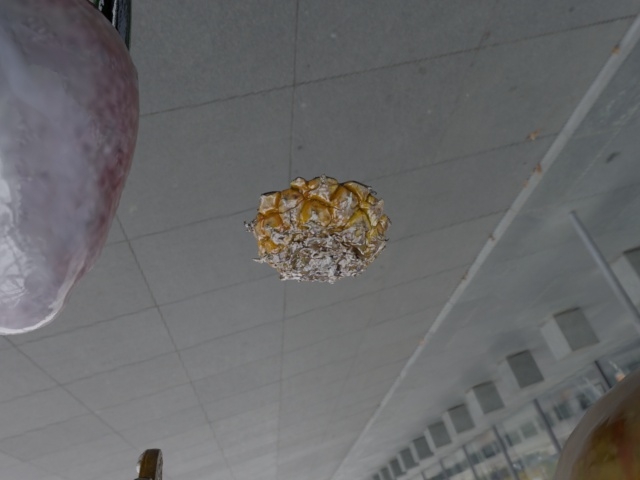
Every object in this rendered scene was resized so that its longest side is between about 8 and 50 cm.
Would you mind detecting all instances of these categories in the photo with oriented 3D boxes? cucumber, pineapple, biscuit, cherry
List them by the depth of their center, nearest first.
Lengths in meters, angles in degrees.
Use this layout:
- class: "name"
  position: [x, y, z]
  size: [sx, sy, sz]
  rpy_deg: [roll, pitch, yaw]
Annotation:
- class: "cherry"
  position: [-0.330, -0.096, 0.509]
  size: [0.291, 0.335, 0.326]
  rpy_deg: [11, 174, 39]
- class: "biscuit"
  position: [-0.173, 0.323, 0.566]
  size: [0.031, 0.205, 0.138]
  rpy_deg: [-4, -175, -7]
- class: "cucumber"
  position: [-0.281, -0.235, 0.754]
  size: [0.056, 0.056, 0.284]
  rpy_deg: [-2, 136, -33]
- class: "pineapple"
  position: [0.000, 0.000, 0.797]
  size: [0.224, 0.076, 0.225]
  rpy_deg: [-2, 142, -1]

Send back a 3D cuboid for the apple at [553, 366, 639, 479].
- class: "apple"
  position: [0.292, 0.206, 0.250]
  size: [0.333, 0.400, 0.400]
  rpy_deg: [14, 139, -29]
